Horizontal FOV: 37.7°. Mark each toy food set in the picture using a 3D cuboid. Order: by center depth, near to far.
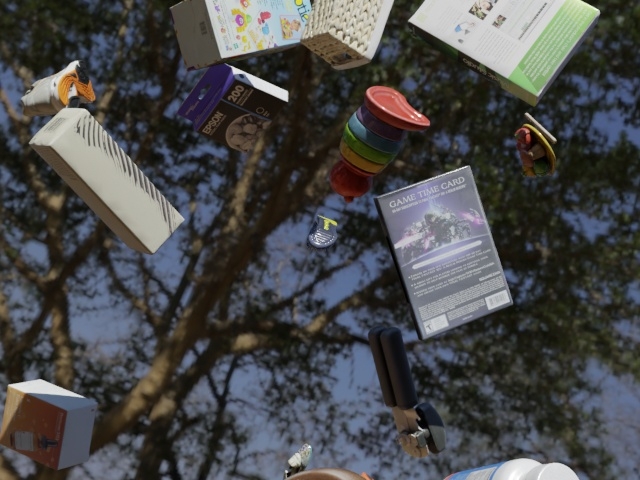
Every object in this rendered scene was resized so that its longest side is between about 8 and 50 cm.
[{"bbox_3d":[0.522,-0.219,2.344,0.128,0.071,0.218,53,-4,25],"label":"toy food set"}]

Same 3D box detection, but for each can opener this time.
[{"bbox_3d":[0.163,0.293,1.815,0.074,0.093,0.280,-1,-68,51],"label":"can opener"}]

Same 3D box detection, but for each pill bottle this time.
[{"bbox_3d":[0.275,0.387,1.366,0.124,0.124,0.221,29,-32,-20],"label":"pill bottle"}]

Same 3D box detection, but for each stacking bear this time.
[{"bbox_3d":[0.122,-0.235,2.428,0.164,0.289,0.175,0,40,-44],"label":"stacking bear"}]

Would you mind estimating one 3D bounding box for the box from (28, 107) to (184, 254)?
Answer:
[{"bbox_3d":[-0.375,-0.103,1.653,0.113,0.094,0.275,14,-32,53],"label":"box"}]

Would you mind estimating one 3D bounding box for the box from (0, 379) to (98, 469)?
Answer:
[{"bbox_3d":[-0.556,0.373,1.912,0.170,0.130,0.091,14,7,28],"label":"box"}]

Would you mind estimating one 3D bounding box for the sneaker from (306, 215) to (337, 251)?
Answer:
[{"bbox_3d":[0.000,0.000,1.788,0.053,0.059,0.144,25,19,0],"label":"sneaker"}]

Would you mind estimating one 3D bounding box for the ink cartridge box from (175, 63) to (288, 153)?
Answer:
[{"bbox_3d":[-0.219,-0.327,2.305,0.208,0.045,0.206,21,-47,-27],"label":"ink cartridge box"}]

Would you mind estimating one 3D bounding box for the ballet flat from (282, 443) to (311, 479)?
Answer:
[{"bbox_3d":[-0.054,0.480,1.972,0.041,0.114,0.041,19,16,-6],"label":"ballet flat"}]

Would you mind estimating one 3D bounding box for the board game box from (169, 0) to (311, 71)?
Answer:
[{"bbox_3d":[-0.163,-0.472,2.039,0.142,0.275,0.144,-5,-78,51],"label":"board game box"}]

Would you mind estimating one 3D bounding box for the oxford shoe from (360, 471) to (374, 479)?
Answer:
[{"bbox_3d":[0.104,0.524,1.605,0.271,0.098,0.097,67,-9,-16],"label":"oxford shoe"}]

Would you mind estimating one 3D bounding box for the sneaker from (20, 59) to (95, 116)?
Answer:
[{"bbox_3d":[-0.577,-0.328,2.043,0.121,0.099,0.262,-13,15,6],"label":"sneaker"}]

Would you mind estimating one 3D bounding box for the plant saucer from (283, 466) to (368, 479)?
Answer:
[{"bbox_3d":[-0.015,0.359,1.164,0.198,0.199,0.036,5,-42,33],"label":"plant saucer"}]

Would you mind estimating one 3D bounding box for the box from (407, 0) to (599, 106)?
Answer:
[{"bbox_3d":[0.378,-0.453,1.947,0.322,0.232,0.058,35,-9,19],"label":"box"}]

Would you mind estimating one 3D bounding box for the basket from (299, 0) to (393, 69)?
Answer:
[{"bbox_3d":[0.048,-0.400,1.643,0.103,0.167,0.113,25,-11,-28],"label":"basket"}]

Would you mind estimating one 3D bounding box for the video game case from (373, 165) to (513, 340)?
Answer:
[{"bbox_3d":[0.227,0.022,1.717,0.196,0.274,0.026,-20,4,-16],"label":"video game case"}]
